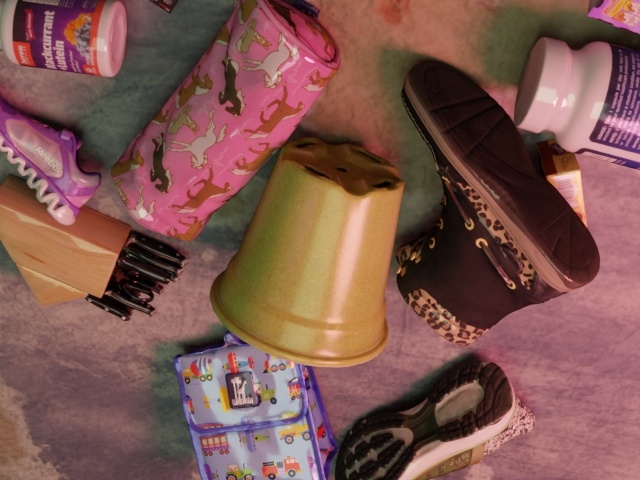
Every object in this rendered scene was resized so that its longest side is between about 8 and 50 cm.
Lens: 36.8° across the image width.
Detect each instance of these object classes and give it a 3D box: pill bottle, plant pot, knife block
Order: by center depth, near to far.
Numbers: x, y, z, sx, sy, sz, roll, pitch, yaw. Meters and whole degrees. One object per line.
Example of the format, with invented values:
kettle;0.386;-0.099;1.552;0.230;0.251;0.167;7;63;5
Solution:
pill bottle;0.405;-0.179;1.292;0.264;0.153;0.153;14;122;-4
pill bottle;-0.374;-0.290;1.326;0.193;0.108;0.108;7;122;1
plant pot;0.000;0.000;1.388;0.276;0.276;0.254;14;116;-4
knife block;-0.356;0.005;1.520;0.242;0.088;0.276;-15;119;14

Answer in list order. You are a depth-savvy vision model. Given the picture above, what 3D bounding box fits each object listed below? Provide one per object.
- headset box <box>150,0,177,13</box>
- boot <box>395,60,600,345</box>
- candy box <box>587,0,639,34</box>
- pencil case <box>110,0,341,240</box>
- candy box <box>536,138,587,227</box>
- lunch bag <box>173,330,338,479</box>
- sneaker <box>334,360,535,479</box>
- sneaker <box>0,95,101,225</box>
headset box;-0.209;-0.362;1.309;0.062;0.032;0.083;30;119;-14
boot;0.194;-0.039;1.389;0.377;0.138;0.284;52;142;8
candy box;0.463;-0.320;1.204;0.196;0.070;0.165;19;156;-6
pencil case;-0.140;-0.170;1.349;0.160;0.167;0.386;24;122;-32
candy box;0.357;-0.043;1.408;0.053;0.109;0.187;-11;119;11
lunch bag;-0.114;0.284;1.666;0.220;0.138;0.293;-10;108;13
sneaker;0.202;0.371;1.675;0.410;0.158;0.182;-33;131;28
sneaker;-0.415;-0.142;1.439;0.104;0.095;0.236;-37;102;0
